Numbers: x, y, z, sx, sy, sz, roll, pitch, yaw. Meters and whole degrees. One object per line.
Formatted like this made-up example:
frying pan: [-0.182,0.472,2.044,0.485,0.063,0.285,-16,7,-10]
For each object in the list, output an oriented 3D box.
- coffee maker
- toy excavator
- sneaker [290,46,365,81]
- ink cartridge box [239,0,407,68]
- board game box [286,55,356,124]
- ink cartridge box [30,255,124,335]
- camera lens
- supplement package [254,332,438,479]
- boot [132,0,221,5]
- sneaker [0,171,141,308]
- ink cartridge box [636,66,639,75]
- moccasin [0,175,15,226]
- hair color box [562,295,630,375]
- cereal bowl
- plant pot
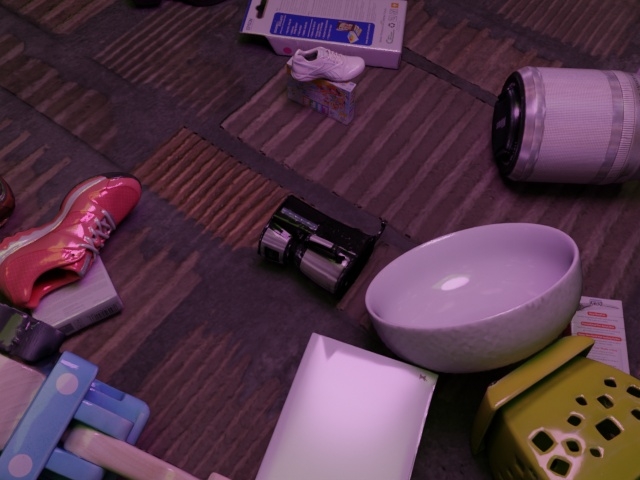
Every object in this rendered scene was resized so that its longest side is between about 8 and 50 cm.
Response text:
coffee maker: [0.000,0.000,1.173,0.178,0.120,0.171,30,40,15]
toy excavator: [-0.293,0.280,0.872,0.445,0.433,0.222,30,68,-16]
sneaker: [0.016,-0.356,1.283,0.152,0.061,0.054,-5,57,-6]
ink cartridge box: [0.012,-0.503,1.491,0.370,0.069,0.176,9,60,2]
board game box: [0.000,-0.316,1.355,0.154,0.103,0.026,27,62,15]
ink cartridge box: [-0.452,0.088,1.153,0.145,0.045,0.179,-26,45,-15]
camera lens: [0.485,-0.220,1.237,0.274,0.219,0.219,3,59,1]
supplement package: [0.037,0.308,0.957,0.204,0.145,0.262,17,60,9]
boot: [-0.349,-0.699,1.611,0.264,0.096,0.280,-10,52,2]
sneaker: [-0.431,0.007,1.141,0.314,0.116,0.136,-41,60,-18]
ink cartridge box: [0.830,-0.277,1.242,0.160,0.279,0.385,-26,63,-15]
moccasin: [-0.739,-0.002,1.146,0.380,0.147,0.139,-38,81,-25]
hair color box: [0.468,0.182,1.093,0.093,0.053,0.167,7,60,5]
cereal bowl: [0.252,0.105,1.029,0.339,0.141,0.339,-19,18,7]
plant pot: [0.354,0.288,0.934,0.227,0.228,0.207,-28,57,-16]
